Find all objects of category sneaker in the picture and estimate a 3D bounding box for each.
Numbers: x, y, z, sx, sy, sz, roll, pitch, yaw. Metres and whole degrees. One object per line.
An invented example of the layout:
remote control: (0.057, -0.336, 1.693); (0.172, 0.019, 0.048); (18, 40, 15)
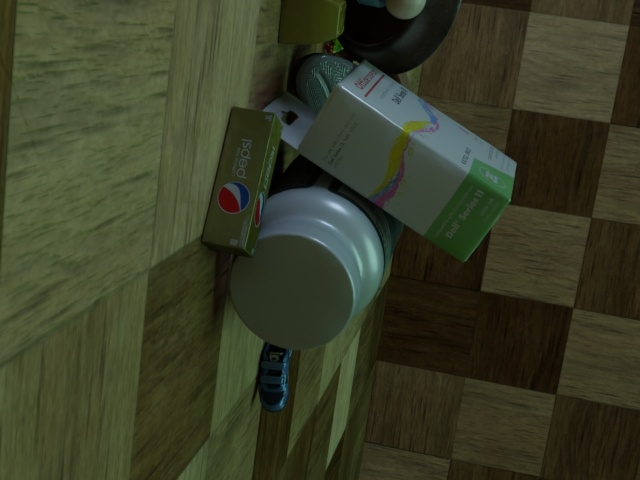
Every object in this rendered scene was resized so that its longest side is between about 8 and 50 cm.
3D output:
sneaker: (-0.079, 0.219, 1.766); (0.059, 0.053, 0.144); (79, 14, -67)
sneaker: (0.027, -0.229, 1.747); (0.124, 0.180, 0.321); (-53, 137, 2)

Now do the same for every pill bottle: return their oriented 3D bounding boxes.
pill bottle: (0.000, 0.000, 1.514); (0.363, 0.210, 0.210); (-59, 157, -64)

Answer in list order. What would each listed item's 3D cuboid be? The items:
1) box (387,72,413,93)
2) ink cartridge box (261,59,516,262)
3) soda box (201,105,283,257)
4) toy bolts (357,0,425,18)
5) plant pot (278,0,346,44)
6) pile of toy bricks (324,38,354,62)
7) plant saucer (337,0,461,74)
box: (0.141, -0.265, 1.909); (0.164, 0.021, 0.201); (88, -9, -56)
ink cartridge box: (0.100, -0.141, 1.484); (0.119, 0.353, 0.207); (-56, -179, 23)
soda box: (-0.097, -0.074, 1.314); (0.061, 0.058, 0.181); (58, 43, -76)
toy bolts: (0.066, -0.381, 1.426); (0.218, 0.158, 0.228); (-49, 165, -11)
plant pot: (-0.008, -0.326, 1.504); (0.081, 0.083, 0.081); (-60, 158, -66)
pile of toy bricks: (0.053, -0.365, 1.842); (0.105, 0.118, 0.212); (-26, 151, -29)
plant saucer: (0.094, -0.412, 1.594); (0.050, 0.311, 0.310); (-6, 110, -40)
